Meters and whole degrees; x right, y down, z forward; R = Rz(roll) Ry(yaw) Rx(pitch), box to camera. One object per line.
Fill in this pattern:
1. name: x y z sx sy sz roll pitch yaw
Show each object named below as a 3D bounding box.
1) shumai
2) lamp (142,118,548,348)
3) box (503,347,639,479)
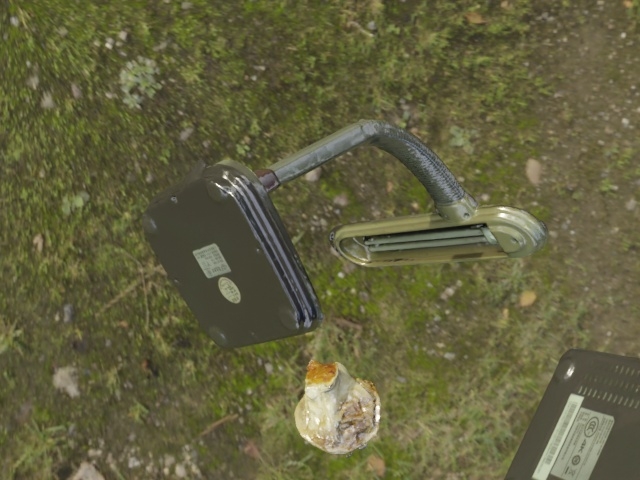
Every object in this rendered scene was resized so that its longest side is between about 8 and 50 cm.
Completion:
1. shumai: 0.023 0.236 1.224 0.146 0.145 0.116 -19 128 -15
2. lamp: 0.000 -0.007 0.601 0.283 0.203 0.124 -14 87 -42
3. box: 0.162 0.126 0.485 0.027 0.125 0.126 33 78 -15
